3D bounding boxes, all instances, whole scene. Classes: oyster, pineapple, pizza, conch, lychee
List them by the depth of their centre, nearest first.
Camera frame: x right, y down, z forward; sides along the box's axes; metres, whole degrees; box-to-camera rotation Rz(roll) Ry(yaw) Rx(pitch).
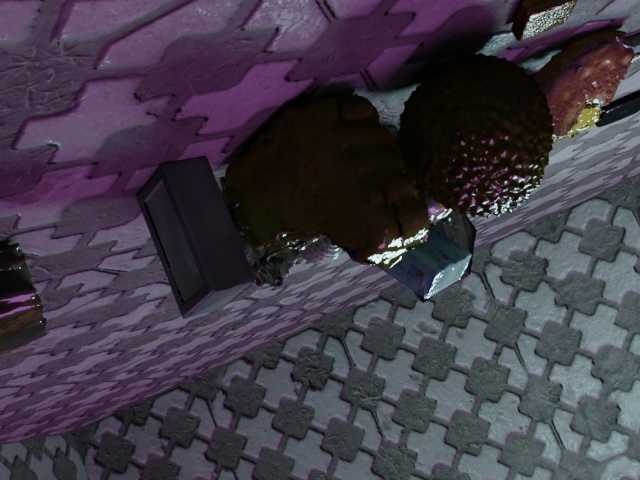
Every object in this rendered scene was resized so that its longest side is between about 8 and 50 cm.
[{"bbox_3d":[0.260,-0.176,1.508,0.270,0.270,0.320,-21,-149,-9],"label":"lychee"},{"bbox_3d":[0.463,-0.292,1.701,0.305,0.085,0.161,-38,135,-13],"label":"pizza"},{"bbox_3d":[-0.132,0.008,1.714,0.199,0.252,0.087,-14,126,6],"label":"oyster"},{"bbox_3d":[0.525,-0.273,2.026,0.225,0.076,0.225,-20,166,-5],"label":"pineapple"},{"bbox_3d":[0.000,-0.006,2.161,0.135,0.102,0.153,-28,-154,-34],"label":"conch"}]

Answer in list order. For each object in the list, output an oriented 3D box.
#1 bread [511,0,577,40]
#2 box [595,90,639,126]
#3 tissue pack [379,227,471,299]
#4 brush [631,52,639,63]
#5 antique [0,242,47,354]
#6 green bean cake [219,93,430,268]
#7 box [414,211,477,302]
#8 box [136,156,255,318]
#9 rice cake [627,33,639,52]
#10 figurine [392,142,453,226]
[{"bbox_3d":[0.350,-0.357,1.422,0.090,0.035,0.094,-22,168,-3],"label":"bread"},{"bbox_3d":[0.771,-0.340,2.329,0.126,0.027,0.125,-22,166,0],"label":"box"},{"bbox_3d":[0.178,0.006,1.981,0.177,0.263,0.089,-23,143,-53],"label":"tissue pack"},{"bbox_3d":[0.628,-0.365,1.974,0.043,0.014,0.170,-14,167,-43],"label":"brush"},{"bbox_3d":[-0.545,0.104,1.555,0.150,0.125,0.284,-19,168,-27],"label":"antique"},{"bbox_3d":[0.020,-0.065,1.500,0.202,0.285,0.310,-17,170,-47],"label":"green bean cake"},{"bbox_3d":[0.280,-0.004,2.266,0.153,0.188,0.252,-29,-165,26],"label":"box"},{"bbox_3d":[-0.206,-0.003,1.473,0.086,0.225,0.129,-14,165,-37],"label":"box"},{"bbox_3d":[0.668,-0.405,1.822,0.180,0.030,0.042,-20,163,-14],"label":"rice cake"},{"bbox_3d":[0.196,-0.107,1.847,0.261,0.186,0.382,-1,179,21],"label":"figurine"}]
